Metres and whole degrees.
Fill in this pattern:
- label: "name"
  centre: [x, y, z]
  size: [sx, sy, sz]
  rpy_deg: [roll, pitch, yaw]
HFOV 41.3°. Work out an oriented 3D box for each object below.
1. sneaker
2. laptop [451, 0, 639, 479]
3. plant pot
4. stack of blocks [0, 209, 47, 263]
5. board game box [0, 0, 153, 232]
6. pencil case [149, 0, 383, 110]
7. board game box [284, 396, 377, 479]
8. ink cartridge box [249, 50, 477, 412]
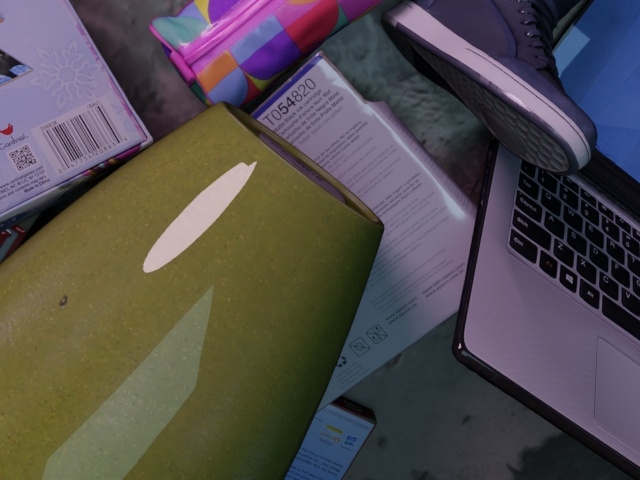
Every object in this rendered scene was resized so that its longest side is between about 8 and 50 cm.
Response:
- label: "sneaker"
  centre: [0.157, -0.153, 0.587]
  size: [0.163, 0.226, 0.086]
  rpy_deg: [-37, 135, 3]
- label: "laptop"
  centre: [0.342, -0.016, 0.639]
  size: [0.382, 0.407, 0.236]
  rpy_deg: [34, 135, -13]
- label: "plant pot"
  centre: [-0.101, 0.062, 0.574]
  size: [0.275, 0.275, 0.293]
  rpy_deg: [35, 98, -14]
- label: "stack of blocks"
  centre: [-0.359, -0.065, 0.630]
  size: [0.297, 0.087, 0.171]
  rpy_deg: [35, 102, -14]
- label: "board game box"
  centre: [-0.324, -0.121, 0.524]
  size: [0.319, 0.066, 0.317]
  rpy_deg: [-30, 92, -21]
- label: "pencil case"
  centre: [-0.010, -0.190, 0.618]
  size: [0.236, 0.104, 0.104]
  rpy_deg: [-39, 107, 8]
- label: "board game box"
  centre: [-0.106, 0.160, 0.756]
  size: [0.281, 0.027, 0.145]
  rpy_deg: [27, 102, -13]
- label: "ink cartridge box"
  centre: [0.000, 0.000, 0.676]
  size: [0.223, 0.045, 0.224]
  rpy_deg: [-38, 101, 22]
